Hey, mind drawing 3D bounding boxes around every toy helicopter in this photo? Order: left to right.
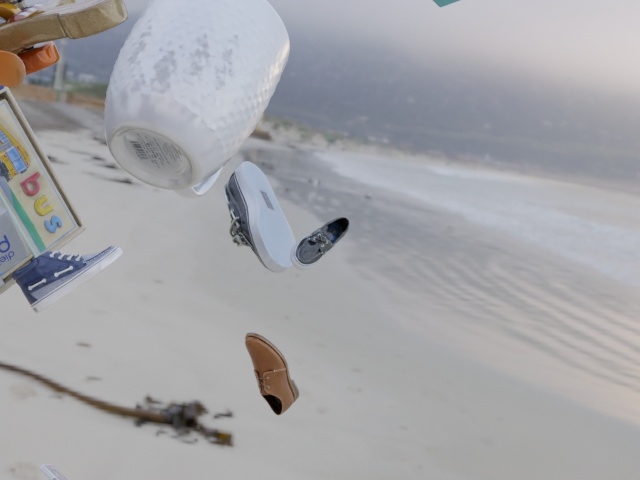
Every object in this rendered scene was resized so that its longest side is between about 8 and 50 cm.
[{"bbox_3d":[-0.393,-0.275,1.306,0.355,0.140,0.235,2,28,41],"label":"toy helicopter"}]

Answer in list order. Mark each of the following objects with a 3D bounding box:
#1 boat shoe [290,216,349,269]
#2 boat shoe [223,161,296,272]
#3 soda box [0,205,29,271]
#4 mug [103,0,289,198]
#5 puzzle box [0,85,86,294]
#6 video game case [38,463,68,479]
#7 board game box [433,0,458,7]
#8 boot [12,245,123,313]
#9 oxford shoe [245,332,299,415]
[{"bbox_3d":[0.000,0.000,1.684,0.049,0.040,0.142,47,45,2],"label":"boat shoe"},{"bbox_3d":[-0.144,-0.034,2.127,0.113,0.105,0.306,20,35,-45],"label":"boat shoe"},{"bbox_3d":[-0.622,0.046,1.595,0.286,0.098,0.091,-34,39,-25],"label":"soda box"},{"bbox_3d":[-0.231,-0.236,1.809,0.276,0.328,0.374,12,-34,13],"label":"mug"},{"bbox_3d":[-0.625,-0.125,1.839,0.052,0.409,0.272,-10,25,38],"label":"puzzle box"},{"bbox_3d":[-0.442,0.439,1.761,0.122,0.011,0.087,42,-13,5],"label":"video game case"},{"bbox_3d":[0.303,-0.519,1.471,0.336,0.254,0.079,-12,-16,28],"label":"board game box"},{"bbox_3d":[-0.452,0.043,1.789,0.190,0.086,0.069,-36,5,-24],"label":"boot"},{"bbox_3d":[-0.114,0.295,2.198,0.076,0.212,0.076,-6,31,38],"label":"oxford shoe"}]
